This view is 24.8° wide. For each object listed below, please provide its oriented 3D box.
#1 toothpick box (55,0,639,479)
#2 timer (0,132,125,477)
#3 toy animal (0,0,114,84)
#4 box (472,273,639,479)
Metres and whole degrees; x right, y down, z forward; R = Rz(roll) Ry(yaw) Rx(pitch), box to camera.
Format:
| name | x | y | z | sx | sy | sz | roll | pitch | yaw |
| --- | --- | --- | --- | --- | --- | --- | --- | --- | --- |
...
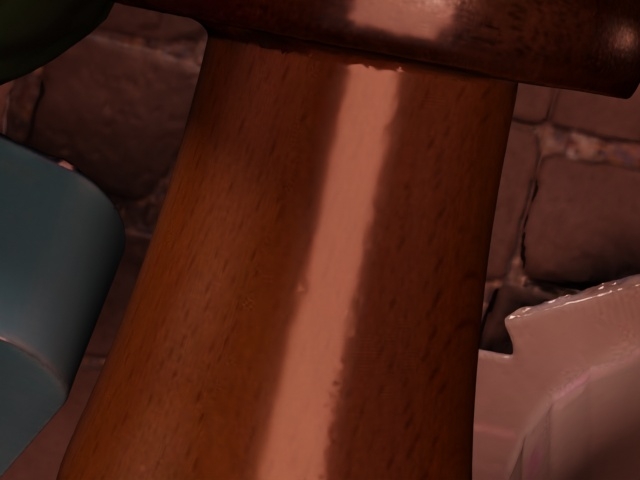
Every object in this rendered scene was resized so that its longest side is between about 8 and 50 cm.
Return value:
| name | x | y | z | sx | sy | sz | roll | pitch | yaw |
| --- | --- | --- | --- | --- | --- | --- | --- | --- | --- |
| toothpick box | 0.000 | 0.000 | 0.515 | 0.192 | 0.192 | 0.295 | 11 | 99 | -10 |
| timer | -0.228 | 0.037 | 0.609 | 0.231 | 0.091 | 0.250 | 24 | 137 | -14 |
| toy animal | -0.204 | -0.203 | 0.535 | 0.338 | 0.216 | 0.191 | 36 | 73 | -11 |
| box | 0.159 | 0.163 | 0.656 | 0.291 | 0.206 | 0.262 | 26 | 118 | -2 |
